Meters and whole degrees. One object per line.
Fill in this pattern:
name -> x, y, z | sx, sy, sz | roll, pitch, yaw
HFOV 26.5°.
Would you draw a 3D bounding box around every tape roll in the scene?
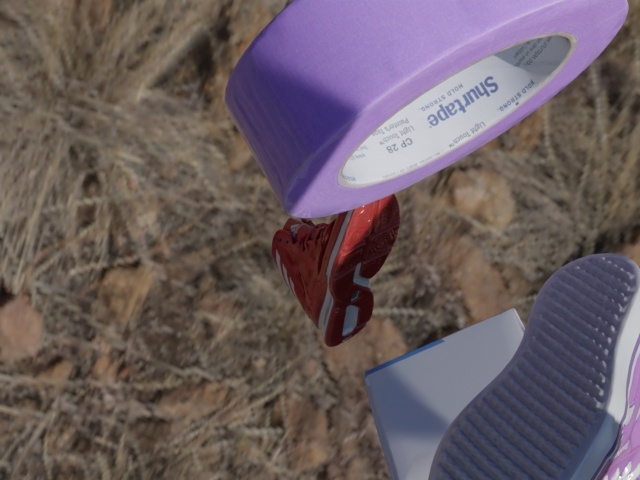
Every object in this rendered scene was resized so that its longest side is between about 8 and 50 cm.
tape roll -> 0.074, -0.124, 0.950 | 0.275, 0.275, 0.090 | -22, 76, -35

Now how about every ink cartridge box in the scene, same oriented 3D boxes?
ink cartridge box -> 0.203, 0.263, 1.580 | 0.198, 0.270, 0.197 | -24, 40, 6

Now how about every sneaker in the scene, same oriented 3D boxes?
sneaker -> 0.172, 0.150, 0.902 | 0.102, 0.161, 0.282 | 2, 34, 35
sneaker -> 0.000, 0.000, 1.373 | 0.087, 0.221, 0.128 | -25, 56, -35
